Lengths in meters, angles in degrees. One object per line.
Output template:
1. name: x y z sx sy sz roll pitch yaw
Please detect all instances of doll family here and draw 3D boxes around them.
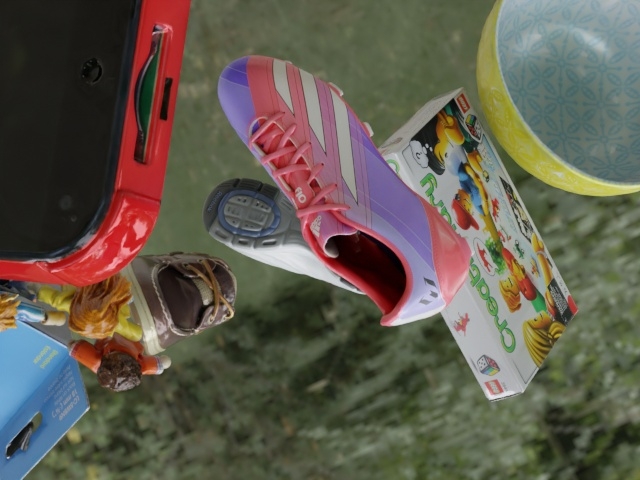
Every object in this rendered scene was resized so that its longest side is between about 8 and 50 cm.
1. doll family: -0.263 0.062 1.352 0.263 0.118 0.163 7 -170 -8

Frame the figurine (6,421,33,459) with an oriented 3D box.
1. figurine: -0.450 0.347 1.964 0.209 0.092 0.215 -27 137 -14

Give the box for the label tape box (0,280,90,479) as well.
1. label tape box: -0.373 0.092 1.563 0.106 0.333 0.240 14 134 -37

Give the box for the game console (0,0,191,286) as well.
1. game console: -0.253 -0.166 1.119 0.342 0.386 0.060 4 171 29

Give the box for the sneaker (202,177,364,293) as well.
1. sneaker: 0.000 0.000 1.874 0.297 0.111 0.129 20 169 5

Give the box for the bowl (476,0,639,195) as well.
1. bowl: 0.291 -0.171 1.734 0.289 0.289 0.156 -18 169 -28

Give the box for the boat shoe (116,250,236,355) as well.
1. boat shoe: -0.165 0.061 1.833 0.123 0.123 0.342 -20 178 3

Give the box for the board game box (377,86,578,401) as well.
1. board game box: 0.173 0.001 1.659 0.053 0.305 0.193 -20 -164 37

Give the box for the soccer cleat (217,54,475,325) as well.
1. soccer cleat: 0.004 -0.041 1.069 0.095 0.248 0.083 -30 161 -46
